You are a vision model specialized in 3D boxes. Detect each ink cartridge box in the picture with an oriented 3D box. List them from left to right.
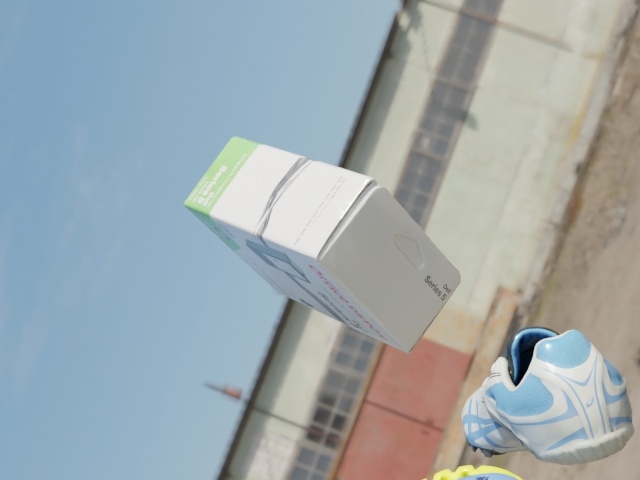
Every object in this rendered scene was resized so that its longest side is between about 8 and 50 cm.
[{"bbox_3d":[0.000,0.000,1.476,0.114,0.273,0.198,-54,-52,-12],"label":"ink cartridge box"}]

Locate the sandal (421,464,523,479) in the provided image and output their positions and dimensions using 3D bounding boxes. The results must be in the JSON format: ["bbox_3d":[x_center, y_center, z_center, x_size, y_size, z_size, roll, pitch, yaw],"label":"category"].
[{"bbox_3d":[0.071,0.328,1.159,0.317,0.126,0.138,-37,15,7],"label":"sandal"}]

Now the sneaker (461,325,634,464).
[{"bbox_3d":[0.144,0.101,0.844,0.237,0.085,0.086,130,129,-80],"label":"sneaker"}]
